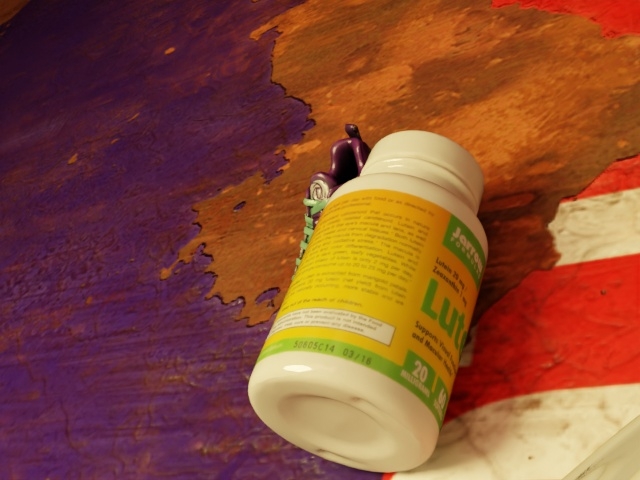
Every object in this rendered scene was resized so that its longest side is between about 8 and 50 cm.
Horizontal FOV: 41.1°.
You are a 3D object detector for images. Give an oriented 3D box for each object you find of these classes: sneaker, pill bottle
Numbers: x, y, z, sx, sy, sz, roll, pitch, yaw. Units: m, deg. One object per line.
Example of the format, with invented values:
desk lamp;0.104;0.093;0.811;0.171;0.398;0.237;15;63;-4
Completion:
sneaker;0.000;0.000;0.768;0.083;0.098;0.223;-5;47;38
pill bottle;0.050;0.036;0.652;0.136;0.136;0.245;-7;46;36

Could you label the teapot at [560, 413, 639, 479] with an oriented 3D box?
teapot;0.156;0.190;0.351;0.253;0.256;0.187;-32;71;-29
